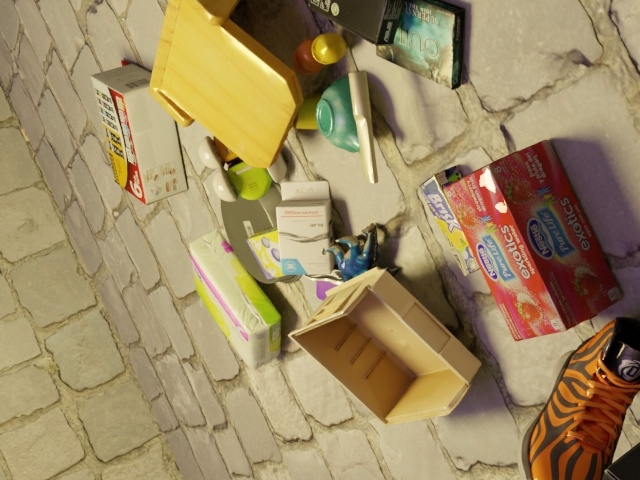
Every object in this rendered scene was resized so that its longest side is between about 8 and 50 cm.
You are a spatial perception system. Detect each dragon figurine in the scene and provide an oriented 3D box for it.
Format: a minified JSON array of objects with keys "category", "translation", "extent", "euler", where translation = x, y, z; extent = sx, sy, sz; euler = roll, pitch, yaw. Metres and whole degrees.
[{"category":"dragon figurine","translation":[0.089,0.053,1.849],"extent":[0.144,0.085,0.289],"euler":[62,154,6]}]

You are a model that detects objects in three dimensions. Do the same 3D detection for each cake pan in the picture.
[{"category":"cake pan","translation":[-0.140,-0.028,2.218],"extent":[0.293,0.054,0.293],"euler":[39,141,41]}]

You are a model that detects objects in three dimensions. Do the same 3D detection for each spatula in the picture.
[{"category":"spatula","translation":[0.039,0.178,2.087],"extent":[0.084,0.030,0.296],"euler":[10,120,48]}]

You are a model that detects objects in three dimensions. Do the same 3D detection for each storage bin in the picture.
[{"category":"storage bin","translation":[0.118,0.198,1.772],"extent":[0.262,0.123,0.260],"euler":[44,153,-8]}]

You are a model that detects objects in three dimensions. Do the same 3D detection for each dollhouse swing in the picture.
[{"category":"dollhouse swing","translation":[-0.143,-0.375,1.896],"extent":[0.305,0.315,0.347],"euler":[27,147,-2]}]

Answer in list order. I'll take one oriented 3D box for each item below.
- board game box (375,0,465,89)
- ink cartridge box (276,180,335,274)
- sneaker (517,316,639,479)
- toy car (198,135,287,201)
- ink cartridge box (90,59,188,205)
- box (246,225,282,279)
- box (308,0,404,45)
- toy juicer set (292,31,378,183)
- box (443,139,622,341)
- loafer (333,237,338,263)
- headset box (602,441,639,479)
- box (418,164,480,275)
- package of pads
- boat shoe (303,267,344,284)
[{"category":"board game box","translation":[0.152,-0.323,1.522],"extent":[0.186,0.026,0.126],"euler":[35,138,44]},{"category":"ink cartridge box","translation":[-0.031,-0.025,1.946],"extent":[0.060,0.104,0.180],"euler":[-58,-35,-70]},{"category":"sneaker","translation":[0.365,0.216,1.288],"extent":[0.125,0.321,0.180],"euler":[27,136,-1]},{"category":"toy car","translation":[-0.160,-0.173,2.076],"extent":[0.136,0.159,0.182],"euler":[-6,-109,-82]},{"category":"ink cartridge box","translation":[-0.486,-0.287,2.539],"extent":[0.272,0.130,0.309],"euler":[31,137,49]},{"category":"box","translation":[-0.074,0.020,2.058],"extent":[0.179,0.043,0.105],"euler":[-17,105,51]},{"category":"box","translation":[0.066,-0.427,1.530],"extent":[0.184,0.045,0.190],"euler":[43,129,41]},{"category":"toy juicer set","translation":[0.046,-0.253,1.700],"extent":[0.329,0.089,0.209],"euler":[-137,43,-54]},{"category":"box","translation":[0.304,0.003,1.403],"extent":[0.256,0.123,0.128],"euler":[65,153,2]},{"category":"loafer","translation":[0.000,0.000,2.011],"extent":[0.125,0.039,0.045],"euler":[56,149,19]},{"category":"headset box","translation":[0.467,0.353,1.251],"extent":[0.131,0.246,0.283],"euler":[39,142,37]},{"category":"box","translation":[0.228,-0.033,1.580],"extent":[0.169,0.054,0.059],"euler":[63,152,7]},{"category":"package of pads","translation":[-0.209,0.151,2.383],"extent":[0.296,0.101,0.229],"euler":[53,161,24]},{"category":"boat shoe","translation":[0.016,0.067,2.013],"extent":[0.125,0.046,0.038],"euler":[8,101,44]}]
